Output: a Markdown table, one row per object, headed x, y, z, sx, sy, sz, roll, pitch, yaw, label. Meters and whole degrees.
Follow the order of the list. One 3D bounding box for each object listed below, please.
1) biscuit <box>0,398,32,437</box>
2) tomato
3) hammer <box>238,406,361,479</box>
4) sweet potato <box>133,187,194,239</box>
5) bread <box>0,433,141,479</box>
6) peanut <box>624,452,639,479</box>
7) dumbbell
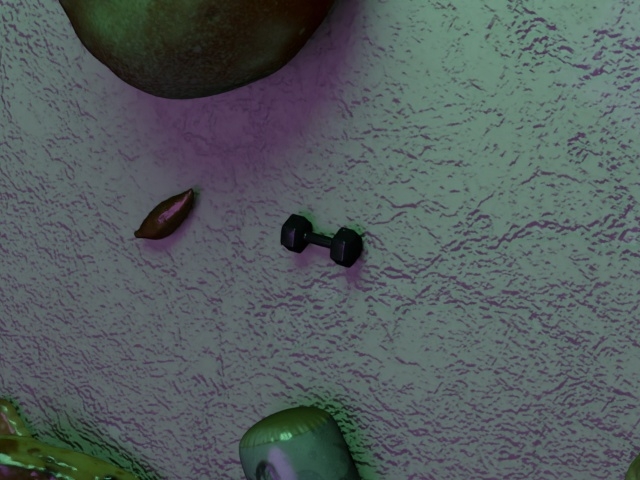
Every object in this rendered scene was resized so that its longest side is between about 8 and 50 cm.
| x | y | z | sx | sy | sz | roll | pitch | yaw | label |
| --- | --- | --- | --- | --- | --- | --- | --- | --- | --- |
| -0.410 | 0.309 | 2.048 | 0.249 | 0.030 | 0.160 | -40 | 80 | 32 | biscuit |
| -0.129 | -0.287 | 1.601 | 0.303 | 0.239 | 0.304 | 10 | 109 | 33 | tomato |
| -0.089 | 0.301 | 1.792 | 0.305 | 0.113 | 0.202 | -21 | 89 | 27 | hammer |
| -0.163 | -0.025 | 1.812 | 0.095 | 0.034 | 0.034 | -37 | 83 | 33 | sweet potato |
| -0.309 | 0.341 | 1.931 | 0.210 | 0.099 | 0.235 | 20 | 110 | -2 | bread |
| 0.371 | 0.208 | 1.520 | 0.227 | 0.085 | 0.104 | -26 | 98 | 32 | peanut |
| 0.000 | 0.000 | 1.717 | 0.083 | 0.040 | 0.036 | 15 | 77 | 28 | dumbbell |
